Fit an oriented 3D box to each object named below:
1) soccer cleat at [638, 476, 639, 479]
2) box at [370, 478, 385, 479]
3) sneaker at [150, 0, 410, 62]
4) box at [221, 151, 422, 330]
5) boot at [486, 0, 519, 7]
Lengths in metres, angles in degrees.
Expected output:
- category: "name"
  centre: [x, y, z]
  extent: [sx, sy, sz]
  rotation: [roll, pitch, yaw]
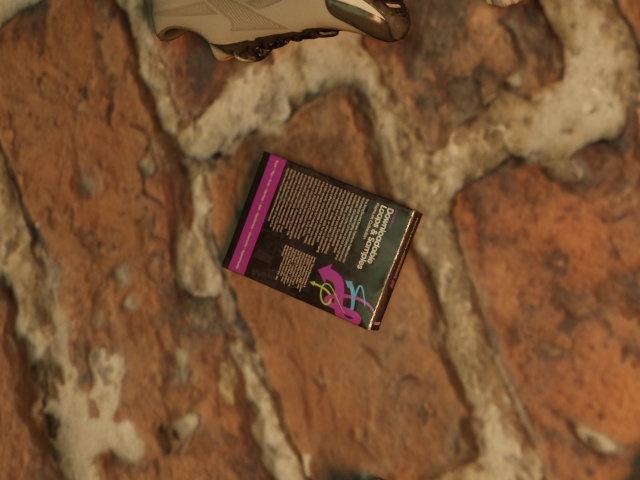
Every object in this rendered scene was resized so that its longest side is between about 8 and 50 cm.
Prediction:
- category: "soccer cleat"
  centre: [0.266, 0.223, 1.000]
  extent: [0.248, 0.083, 0.095]
  rotation: [-44, 41, 18]
- category: "box"
  centre: [0.012, 0.321, 1.084]
  extent: [0.058, 0.087, 0.232]
  rotation: [28, 97, 23]
- category: "sneaker"
  centre: [-0.041, -0.210, 1.164]
  extent: [0.271, 0.100, 0.108]
  rotation: [15, 105, 27]
- category: "box"
  centre: [0.000, 0.000, 1.152]
  extent: [0.162, 0.029, 0.116]
  rotation: [23, 94, 24]
- category: "boot"
  centre: [0.175, -0.337, 1.089]
  extent: [0.123, 0.095, 0.258]
  rotation: [-14, 88, 15]
